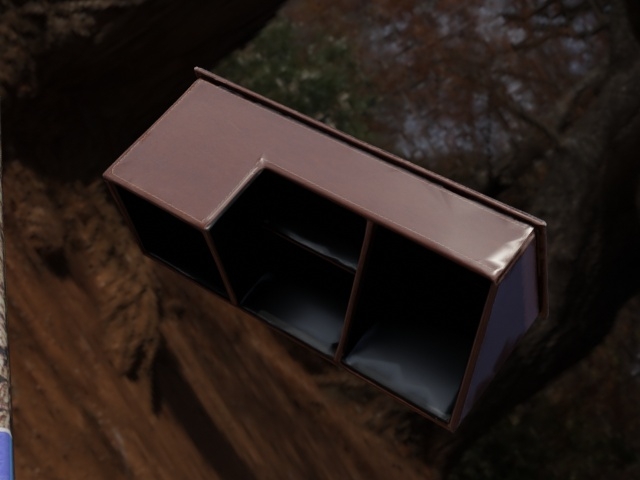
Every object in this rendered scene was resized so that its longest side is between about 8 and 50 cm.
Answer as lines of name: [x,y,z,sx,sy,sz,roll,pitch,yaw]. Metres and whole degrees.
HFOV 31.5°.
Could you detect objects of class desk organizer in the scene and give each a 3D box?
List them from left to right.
desk organizer: [0.000,0.000,0.346,0.130,0.050,0.047,27,-27,29]

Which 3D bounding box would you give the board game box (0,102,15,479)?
board game box: [-0.200,0.059,0.469,0.291,0.141,0.232,-107,-158,-44]
